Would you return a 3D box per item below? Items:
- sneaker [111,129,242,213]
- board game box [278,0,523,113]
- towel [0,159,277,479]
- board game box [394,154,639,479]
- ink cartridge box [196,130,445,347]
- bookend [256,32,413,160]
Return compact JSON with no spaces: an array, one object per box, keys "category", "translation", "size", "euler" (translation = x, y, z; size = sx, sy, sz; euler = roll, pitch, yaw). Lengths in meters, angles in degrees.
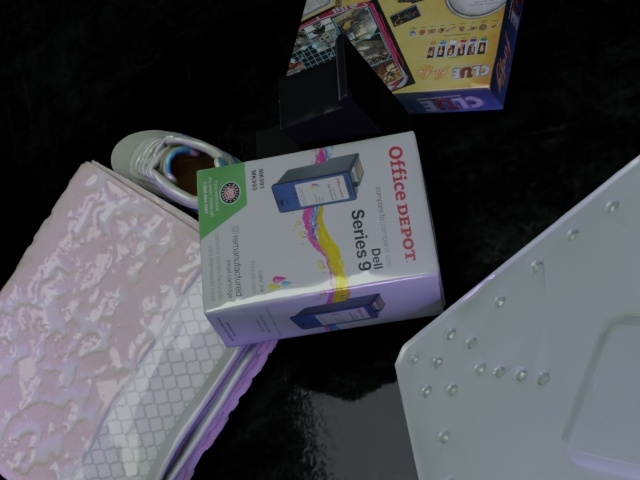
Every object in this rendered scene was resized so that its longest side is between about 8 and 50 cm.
[{"category":"sneaker","translation":[-0.158,-0.083,1.064],"size":[0.228,0.092,0.087],"euler":[18,79,37]},{"category":"board game box","translation":[0.085,-0.212,1.013],"size":[0.243,0.042,0.165],"euler":[2,68,32]},{"category":"towel","translation":[-0.224,0.113,0.999],"size":[0.317,0.053,0.332],"euler":[28,82,28]},{"category":"board game box","translation":[0.230,0.111,0.635],"size":[0.390,0.050,0.390],"euler":[-43,31,24]},{"category":"ink cartridge box","translation":[0.000,0.000,0.893],"size":[0.212,0.093,0.154],"euler":[-8,62,5]},{"category":"bookend","translation":[-0.008,-0.106,0.945],"size":[0.157,0.156,0.072],"euler":[-17,59,24]}]
